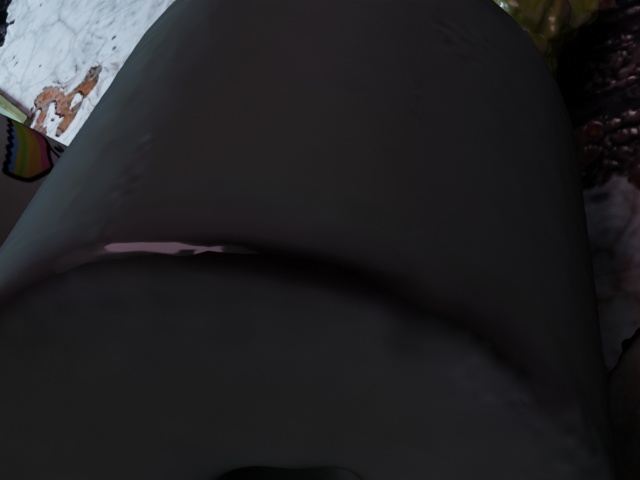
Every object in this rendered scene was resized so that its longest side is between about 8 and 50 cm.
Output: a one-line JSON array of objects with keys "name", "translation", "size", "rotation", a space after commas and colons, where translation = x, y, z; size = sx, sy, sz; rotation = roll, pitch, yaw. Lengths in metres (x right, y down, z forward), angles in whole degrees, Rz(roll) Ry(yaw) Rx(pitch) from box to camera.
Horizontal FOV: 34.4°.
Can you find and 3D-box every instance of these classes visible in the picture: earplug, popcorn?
[{"name": "earplug", "translation": [0.000, 0.000, 0.599], "size": [0.312, 0.312, 0.394], "rotation": [-27, 31, 29]}, {"name": "popcorn", "translation": [0.145, -0.152, 0.750], "size": [0.097, 0.089, 0.109], "rotation": [-47, 35, 40]}]

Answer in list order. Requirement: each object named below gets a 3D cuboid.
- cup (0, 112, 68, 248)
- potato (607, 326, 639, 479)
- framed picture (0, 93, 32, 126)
[{"name": "cup", "translation": [-0.314, -0.002, 1.001], "size": [0.191, 0.200, 0.253], "rotation": [-35, 48, 23]}, {"name": "potato", "translation": [0.201, 0.150, 0.532], "size": [0.120, 0.100, 0.261], "rotation": [-2, 81, 58]}, {"name": "framed picture", "translation": [-0.445, -0.090, 1.312], "size": [0.136, 0.010, 0.201], "rotation": [33, 91, 48]}]
